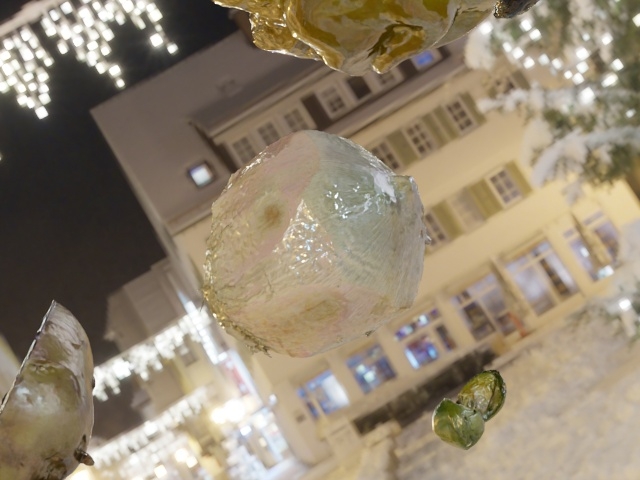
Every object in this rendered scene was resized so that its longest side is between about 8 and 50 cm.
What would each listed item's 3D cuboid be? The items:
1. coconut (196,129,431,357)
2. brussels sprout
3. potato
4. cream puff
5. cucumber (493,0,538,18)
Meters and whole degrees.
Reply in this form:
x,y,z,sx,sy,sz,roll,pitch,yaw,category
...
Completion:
x,y,z,sx,sy,sz,roll,pitch,yaw,category
0.001,-0.002,0.919,0.194,0.194,0.194,-31,-9,-5,coconut
0.130,0.148,0.943,0.083,0.046,0.051,-27,-22,-44,brussels sprout
-0.209,0.136,0.873,0.172,0.089,0.100,-66,12,-22,potato
0.059,-0.265,1.020,0.323,0.274,0.270,-23,-41,7,cream puff
0.314,-0.382,1.423,0.245,0.067,0.067,-49,-13,12,cucumber
